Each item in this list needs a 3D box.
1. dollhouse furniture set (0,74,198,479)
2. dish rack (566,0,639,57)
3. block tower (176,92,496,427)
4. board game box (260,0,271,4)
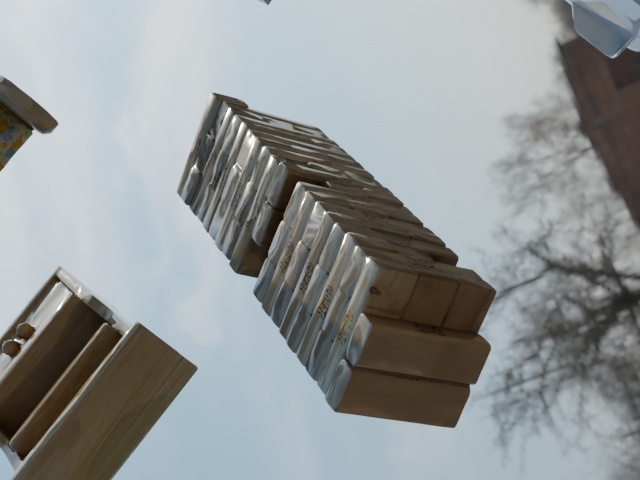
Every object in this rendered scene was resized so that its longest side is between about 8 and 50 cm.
[{"bbox_3d":[-0.336,0.034,1.073,0.394,0.362,0.256,41,172,-27],"label":"dollhouse furniture set"},{"bbox_3d":[0.151,-0.240,0.912,0.333,0.072,0.285,39,-176,0],"label":"dish rack"},{"bbox_3d":[0.000,0.000,0.889,0.097,0.090,0.335,13,-161,-30],"label":"block tower"},{"bbox_3d":[-0.063,-0.371,1.561,0.103,0.154,0.026,31,176,33],"label":"board game box"}]
